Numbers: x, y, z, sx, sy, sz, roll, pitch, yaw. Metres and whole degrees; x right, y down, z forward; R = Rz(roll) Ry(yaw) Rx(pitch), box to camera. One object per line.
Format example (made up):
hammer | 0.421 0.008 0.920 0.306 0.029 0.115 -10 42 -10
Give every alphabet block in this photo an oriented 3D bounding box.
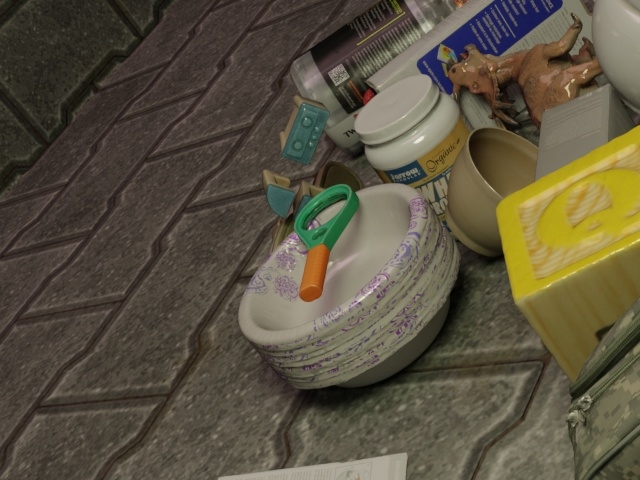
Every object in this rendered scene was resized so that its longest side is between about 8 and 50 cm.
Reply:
alphabet block | 0.309 0.034 1.188 0.193 0.197 0.192 -30 26 17

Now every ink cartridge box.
ink cartridge box | 0.264 -0.278 1.800 0.371 0.176 0.069 -37 24 1
ink cartridge box | -0.017 0.329 1.319 0.232 0.066 0.189 -7 33 13

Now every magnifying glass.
magnifying glass | 0.000 0.000 1.511 0.092 0.026 0.231 -28 27 23

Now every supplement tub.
supplement tub | 0.126 -0.299 1.998 0.316 0.193 0.193 -33 25 11
supplement tub | 0.150 -0.110 1.639 0.144 0.199 0.144 -30 26 17

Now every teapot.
teapot | 0.445 -0.223 1.476 0.256 0.187 0.252 -32 51 -32

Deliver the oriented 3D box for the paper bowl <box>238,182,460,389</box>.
paper bowl | 0.048 0.072 1.526 0.284 0.148 0.284 -30 27 17

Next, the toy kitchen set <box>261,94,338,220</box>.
toy kitchen set | 0.039 -0.084 1.669 0.122 0.207 0.166 -112 42 -63

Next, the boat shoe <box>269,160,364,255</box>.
boat shoe | -0.015 0.000 1.792 0.103 0.113 0.302 -49 6 35

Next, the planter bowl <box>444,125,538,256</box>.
planter bowl | 0.224 -0.048 1.517 0.109 0.162 0.162 -54 13 36

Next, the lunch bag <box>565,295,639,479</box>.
lunch bag | 0.344 0.102 0.960 0.305 0.212 0.256 -53 7 27

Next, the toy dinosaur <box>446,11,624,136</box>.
toy dinosaur | 0.321 -0.196 1.669 0.200 0.127 0.295 -45 40 9

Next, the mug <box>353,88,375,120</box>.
mug | 0.149 -0.196 1.874 0.169 0.113 0.150 -32 -14 3

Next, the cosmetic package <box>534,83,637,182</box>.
cosmetic package | 0.323 -0.064 1.421 0.107 0.127 0.238 -21 28 32
